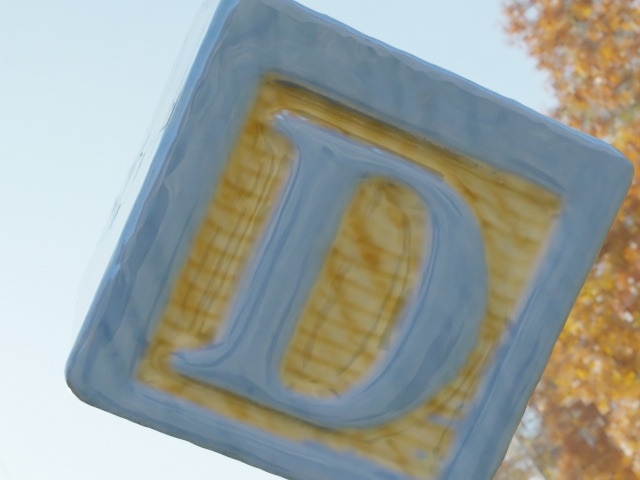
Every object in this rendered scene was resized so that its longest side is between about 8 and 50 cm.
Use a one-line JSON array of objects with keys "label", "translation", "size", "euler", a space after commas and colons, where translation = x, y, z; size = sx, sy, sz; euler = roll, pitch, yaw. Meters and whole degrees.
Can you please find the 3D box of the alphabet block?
[{"label": "alphabet block", "translation": [0.000, 0.000, 0.641], "size": [0.192, 0.193, 0.197], "euler": [-64, 11, 5]}]
